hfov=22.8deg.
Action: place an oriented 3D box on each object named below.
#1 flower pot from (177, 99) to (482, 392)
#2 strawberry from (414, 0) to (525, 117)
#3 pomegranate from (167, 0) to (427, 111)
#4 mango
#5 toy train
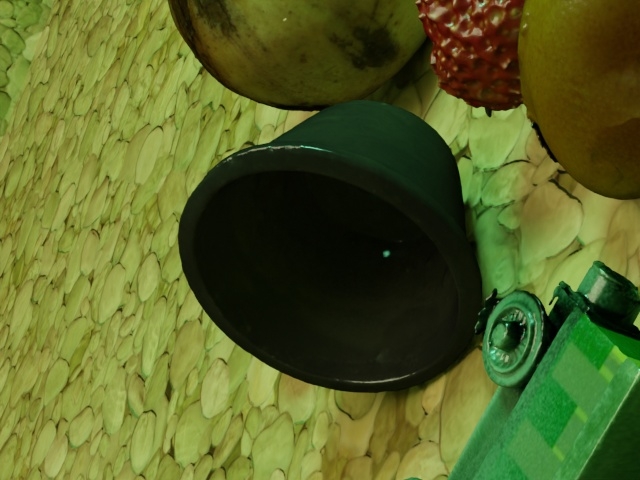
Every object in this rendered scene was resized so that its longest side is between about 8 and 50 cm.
[{"bbox_3d":[0.028,-0.015,1.377,0.269,0.269,0.166,-44,13,45],"label":"flower pot"},{"bbox_3d":[0.165,-0.187,1.233,0.106,0.175,0.236,-104,1,-46],"label":"strawberry"},{"bbox_3d":[-0.016,-0.290,1.597,0.322,0.322,0.322,-46,32,42],"label":"pomegranate"},{"bbox_3d":[0.225,-0.142,1.129,0.136,0.166,0.236,-29,-48,-57],"label":"mango"},{"bbox_3d":[0.152,0.169,1.068,0.300,0.120,0.202,-63,28,15],"label":"toy train"}]
